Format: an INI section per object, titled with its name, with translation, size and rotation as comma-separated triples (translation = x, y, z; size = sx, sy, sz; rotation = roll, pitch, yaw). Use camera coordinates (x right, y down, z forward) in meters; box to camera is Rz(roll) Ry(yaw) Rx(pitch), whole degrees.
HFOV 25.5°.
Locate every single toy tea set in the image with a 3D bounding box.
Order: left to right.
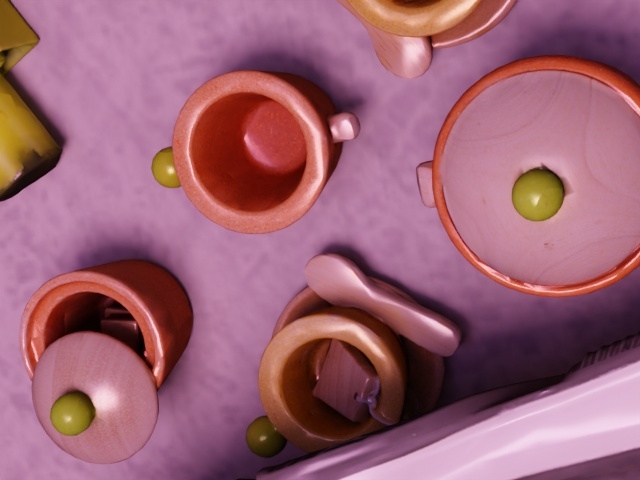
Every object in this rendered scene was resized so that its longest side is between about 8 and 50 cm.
[toy tea set]
translation = 0.000, 0.000, 0.605
size = 0.200, 0.124, 0.336
rotation = 43, 112, 3

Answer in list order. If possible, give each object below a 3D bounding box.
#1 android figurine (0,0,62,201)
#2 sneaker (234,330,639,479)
[android figurine]
translation = -0.255, -0.111, 0.698
size = 0.248, 0.056, 0.273
rotation = -37, 92, 22
[sneaker]
translation = 0.095, 0.191, 0.560
size = 0.447, 0.169, 0.257
rotation = -25, 74, 22
